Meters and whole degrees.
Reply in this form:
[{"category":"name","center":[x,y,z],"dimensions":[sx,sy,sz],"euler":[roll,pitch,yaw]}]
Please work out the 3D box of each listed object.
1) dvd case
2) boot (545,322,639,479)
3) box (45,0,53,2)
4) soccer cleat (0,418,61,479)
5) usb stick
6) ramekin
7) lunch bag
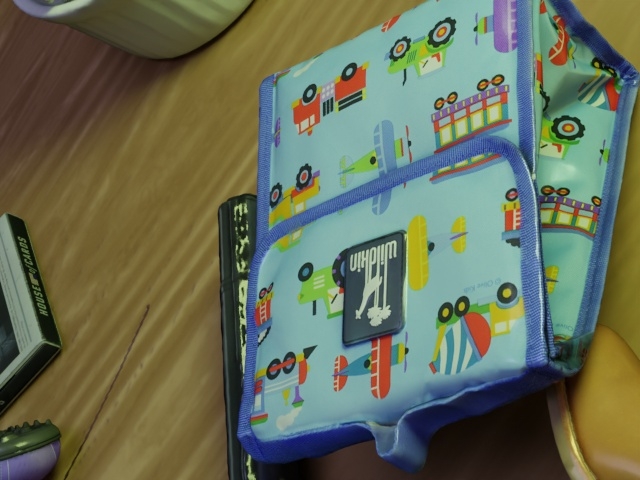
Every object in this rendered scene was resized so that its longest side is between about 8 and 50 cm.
[{"category":"dvd case","center":[-0.346,0.113,1.217],"dimensions":[0.239,0.029,0.179],"euler":[-45,46,17]},{"category":"boot","center":[0.243,0.101,0.620],"dimensions":[0.220,0.109,0.283],"euler":[-37,38,15]},{"category":"box","center":[-0.192,-0.367,1.039],"dimensions":[0.311,0.121,0.148],"euler":[-46,46,17]},{"category":"soccer cleat","center":[-0.337,0.251,1.109],"dimensions":[0.318,0.108,0.116],"euler":[-27,82,22]},{"category":"usb stick","center":[-0.044,0.096,0.910],"dimensions":[0.045,0.077,0.278],"euler":[-10,61,10]},{"category":"ramekin","center":[-0.151,-0.300,1.155],"dimensions":[0.277,0.135,0.277],"euler":[-19,59,36]},{"category":"lunch bag","center":[0.062,0.007,0.767],"dimensions":[0.221,0.138,0.293],"euler":[-21,45,36]}]
